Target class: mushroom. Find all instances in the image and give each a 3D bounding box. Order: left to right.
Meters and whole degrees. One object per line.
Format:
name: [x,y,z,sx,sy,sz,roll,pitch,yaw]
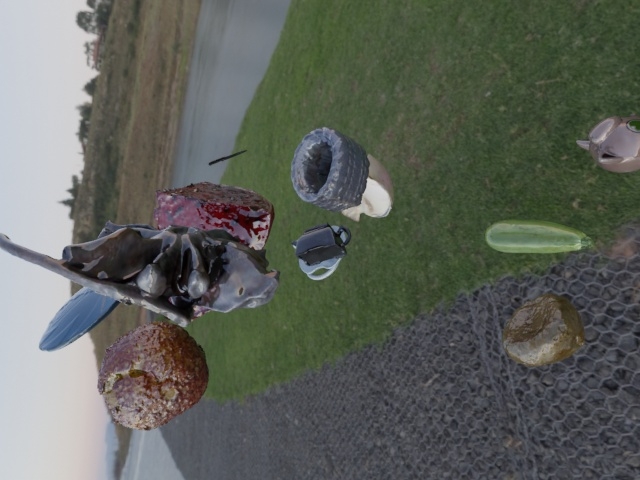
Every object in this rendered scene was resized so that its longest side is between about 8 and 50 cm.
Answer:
mushroom: [0.190,-0.179,1.482,0.173,0.162,0.236,-58,-3,-36]

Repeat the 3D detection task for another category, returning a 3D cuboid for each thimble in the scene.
thimble: [0.036,-0.208,1.275,0.205,0.172,0.236,-27,61,37]

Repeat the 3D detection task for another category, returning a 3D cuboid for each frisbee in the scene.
frisbee: [-0.609,0.159,1.098,0.289,0.049,0.289,-25,28,15]

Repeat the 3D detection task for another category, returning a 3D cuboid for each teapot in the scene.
teapot: [0.000,0.000,1.157,0.177,0.087,0.096,-17,59,19]

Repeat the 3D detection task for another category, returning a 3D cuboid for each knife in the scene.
knife: [-0.334,-0.300,1.532,0.010,0.170,0.023,57,146,6]

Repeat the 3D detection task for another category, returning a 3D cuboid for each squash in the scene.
squash: [0.727,-0.015,1.430,0.370,0.118,0.118,2,84,57]

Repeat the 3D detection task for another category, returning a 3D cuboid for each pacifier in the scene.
pacifier: [-0.025,0.039,1.808,0.279,0.207,0.227,-18,54,40]

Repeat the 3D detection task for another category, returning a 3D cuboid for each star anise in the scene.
star anise: [-0.229,0.043,0.636,0.316,0.359,0.139,1,-78,-71]

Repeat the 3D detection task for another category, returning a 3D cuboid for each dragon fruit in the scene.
dragon fruit: [-0.273,0.012,0.914,0.330,0.240,0.302,-61,27,8]

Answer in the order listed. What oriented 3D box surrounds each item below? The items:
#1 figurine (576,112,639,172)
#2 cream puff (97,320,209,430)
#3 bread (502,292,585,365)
figurine: [0.612,-0.198,0.856,0.125,0.138,0.125,-7,-90,-77]
cream puff: [-0.376,0.303,0.946,0.164,0.240,0.240,-146,65,-82]
bread: [0.635,0.261,1.204,0.230,0.123,0.230,-48,3,3]
